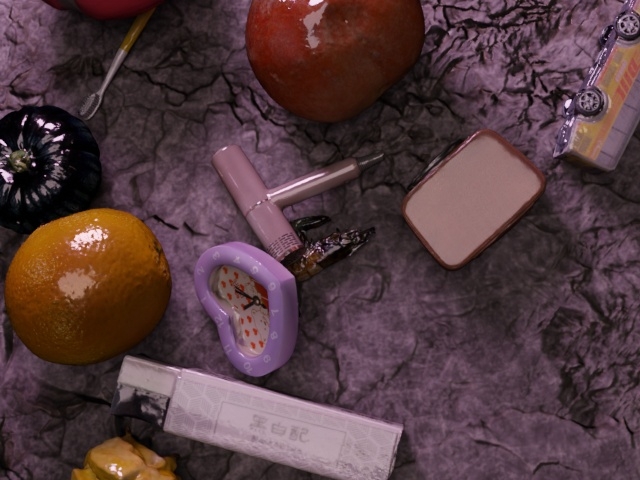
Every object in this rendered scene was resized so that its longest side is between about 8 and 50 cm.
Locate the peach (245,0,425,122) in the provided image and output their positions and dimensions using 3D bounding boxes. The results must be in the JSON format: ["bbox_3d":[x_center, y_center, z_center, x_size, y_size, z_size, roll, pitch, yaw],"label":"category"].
[{"bbox_3d":[0.016,-0.292,1.366,0.252,0.252,0.252,-1,84,6],"label":"peach"}]

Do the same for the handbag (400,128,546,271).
[{"bbox_3d":[0.213,-0.062,1.402,0.193,0.072,0.151,-40,81,2],"label":"handbag"}]

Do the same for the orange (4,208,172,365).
[{"bbox_3d":[-0.325,0.065,1.374,0.236,0.236,0.236,-1,84,6],"label":"orange"}]

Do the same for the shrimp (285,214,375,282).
[{"bbox_3d":[0.000,0.000,1.437,0.161,0.034,0.091,-23,82,5],"label":"shrimp"}]

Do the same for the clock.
[{"bbox_3d":[-0.089,0.086,1.399,0.172,0.064,0.198,-35,79,41],"label":"clock"}]

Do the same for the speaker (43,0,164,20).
[{"bbox_3d":[-0.302,-0.457,1.397,0.294,0.294,0.294,-1,84,6],"label":"speaker"}]

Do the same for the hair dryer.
[{"bbox_3d":[-0.024,-0.100,1.423,0.220,0.053,0.195,-35,74,5],"label":"hair dryer"}]

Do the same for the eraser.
[{"bbox_3d":[-0.088,0.255,1.388,0.404,0.098,0.096,13,86,7],"label":"eraser"}]

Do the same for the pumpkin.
[{"bbox_3d":[-0.417,-0.105,1.443,0.194,0.150,0.194,-14,51,18],"label":"pumpkin"}]

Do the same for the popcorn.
[{"bbox_3d":[-0.270,0.345,1.378,0.148,0.167,0.152,2,59,34],"label":"popcorn"}]

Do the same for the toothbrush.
[{"bbox_3d":[-0.293,-0.312,1.504,0.021,0.024,0.288,30,88,10],"label":"toothbrush"}]

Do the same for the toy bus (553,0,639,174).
[{"bbox_3d":[0.424,-0.226,1.389,0.106,0.092,0.268,27,88,-1],"label":"toy bus"}]
